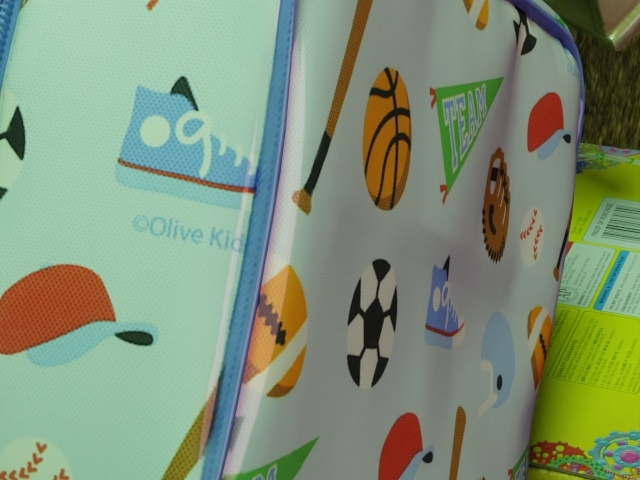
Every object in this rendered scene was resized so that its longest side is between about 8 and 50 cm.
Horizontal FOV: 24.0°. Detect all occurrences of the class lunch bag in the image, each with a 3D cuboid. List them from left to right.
[{"bbox_3d":[0.000,0.000,0.497,0.303,0.115,0.243,14,84,-67],"label":"lunch bag"}]

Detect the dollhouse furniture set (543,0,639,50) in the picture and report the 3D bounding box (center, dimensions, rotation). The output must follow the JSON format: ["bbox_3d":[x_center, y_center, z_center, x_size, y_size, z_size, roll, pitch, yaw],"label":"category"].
[{"bbox_3d":[0.153,-0.233,0.654,0.242,0.212,0.161,-47,147,-10],"label":"dollhouse furniture set"}]

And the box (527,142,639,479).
[{"bbox_3d":[0.148,0.139,0.817,0.290,0.177,0.279,-51,144,-51],"label":"box"}]
